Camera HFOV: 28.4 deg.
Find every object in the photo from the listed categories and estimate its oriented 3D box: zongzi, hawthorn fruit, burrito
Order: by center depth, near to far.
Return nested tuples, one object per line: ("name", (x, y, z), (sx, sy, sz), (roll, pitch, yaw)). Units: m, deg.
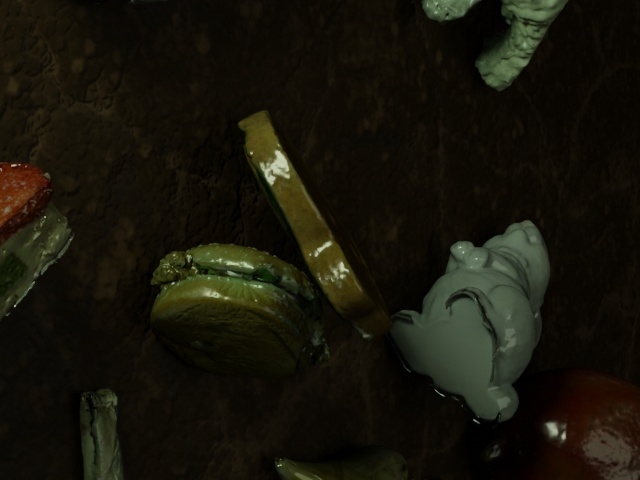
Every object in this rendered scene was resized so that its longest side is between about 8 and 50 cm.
("burrito", (-0.246, 0.250, 1.432), (0.051, 0.042, 0.171), (-14, 100, -53))
("zongzi", (0.026, 0.321, 1.737), (0.194, 0.099, 0.197), (-46, 119, -39))
("hawthorn fruit", (0.418, 0.339, 2.095), (0.311, 0.295, 0.295), (41, 59, -17))

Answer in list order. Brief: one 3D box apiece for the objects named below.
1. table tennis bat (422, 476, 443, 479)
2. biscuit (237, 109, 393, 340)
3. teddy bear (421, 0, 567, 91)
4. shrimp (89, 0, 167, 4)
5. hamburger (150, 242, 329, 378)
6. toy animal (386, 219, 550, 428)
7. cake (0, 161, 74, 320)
("table tennis bat", (0.154, 0.471, 1.959), (0.130, 0.019, 0.220), (47, 56, -41))
("biscuit", (-0.002, 0.001, 1.576), (0.343, 0.057, 0.287), (56, 7, -41))
("teddy bear", (0.215, -0.457, 1.909), (0.362, 0.375, 0.327), (25, 67, -5))
("shrimp", (-0.158, -0.400, 1.455), (0.445, 0.110, 0.221), (-51, 123, -41))
("hamburger", (-0.098, 0.074, 1.494), (0.215, 0.189, 0.122), (42, 51, -42))
("toy animal", (0.268, 0.112, 1.962), (0.357, 0.194, 0.257), (-29, 105, -55))
("cake", (-0.308, 0.020, 1.217), (0.220, 0.117, 0.086), (-91, 164, -48))
